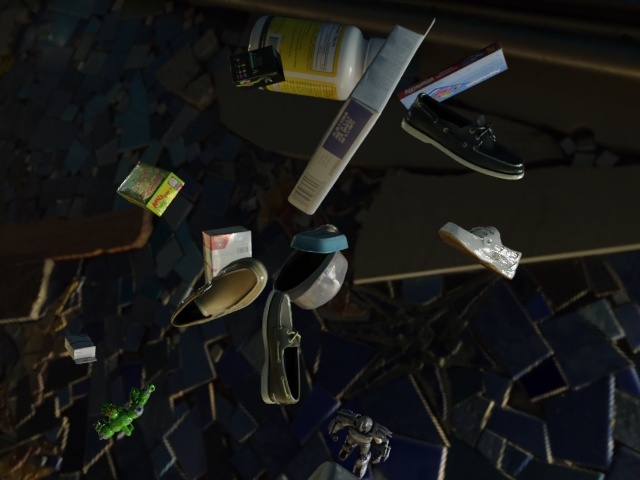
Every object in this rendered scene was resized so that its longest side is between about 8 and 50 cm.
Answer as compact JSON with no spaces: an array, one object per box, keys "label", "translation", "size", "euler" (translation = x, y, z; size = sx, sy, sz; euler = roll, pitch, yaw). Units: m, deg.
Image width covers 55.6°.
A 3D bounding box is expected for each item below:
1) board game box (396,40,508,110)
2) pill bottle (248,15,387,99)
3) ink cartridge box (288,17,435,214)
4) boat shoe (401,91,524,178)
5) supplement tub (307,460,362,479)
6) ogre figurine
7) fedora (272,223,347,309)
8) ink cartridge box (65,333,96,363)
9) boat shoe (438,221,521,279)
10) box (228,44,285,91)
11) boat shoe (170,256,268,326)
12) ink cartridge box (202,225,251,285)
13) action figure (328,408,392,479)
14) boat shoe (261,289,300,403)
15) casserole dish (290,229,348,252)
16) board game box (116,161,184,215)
[{"label":"board game box","translation":[0.353,-0.427,1.619],"size":[0.145,0.281,0.027],"euler":[16,52,-66]},{"label":"pill bottle","translation":[-0.001,-0.462,1.553],"size":[0.334,0.187,0.188],"euler":[11,-4,9]},{"label":"ink cartridge box","translation":[0.077,-0.254,1.197],"size":[0.072,0.330,0.324],"euler":[31,-37,-4]},{"label":"boat shoe","translation":[0.364,-0.269,1.509],"size":[0.340,0.113,0.127],"euler":[36,38,27]},{"label":"supplement tub","translation":[0.098,0.605,1.173],"size":[0.338,0.207,0.207],"euler":[35,-1,1]},{"label":"ogre figurine","translation":[-0.558,0.489,1.714],"size":[0.118,0.197,0.096],"euler":[-132,-154,-71]},{"label":"fedora","translation":[-0.011,0.096,1.781],"size":[0.124,0.275,0.244],"euler":[45,-18,-24]},{"label":"ink cartridge box","translation":[-0.547,0.247,1.387],"size":[0.048,0.028,0.083],"euler":[-6,25,-39]},{"label":"boat shoe","translation":[0.411,0.005,1.541],"size":[0.277,0.096,0.098],"euler":[28,2,-35]},{"label":"box","translation":[-0.114,-0.309,1.094],"size":[0.083,0.052,0.062],"euler":[-12,-3,11]},{"label":"boat shoe","translation":[-0.157,0.090,0.918],"size":[0.068,0.190,0.072],"euler":[55,35,1]},{"label":"ink cartridge box","translation":[-0.248,0.069,1.623],"size":[0.115,0.198,0.067],"euler":[-9,18,-30]},{"label":"action figure","translation":[0.114,0.589,1.772],"size":[0.185,0.099,0.285],"euler":[31,-35,21]},{"label":"boat shoe","translation":[-0.098,0.284,1.627],"size":[0.091,0.304,0.109],"euler":[-2,-7,24]},{"label":"casserole dish","translation":[0.000,0.000,1.591],"size":[0.114,0.036,0.188],"euler":[12,10,26]},{"label":"board game box","translation":[-0.388,-0.120,1.375],"size":[0.181,0.092,0.043],"euler":[21,-18,50]}]
